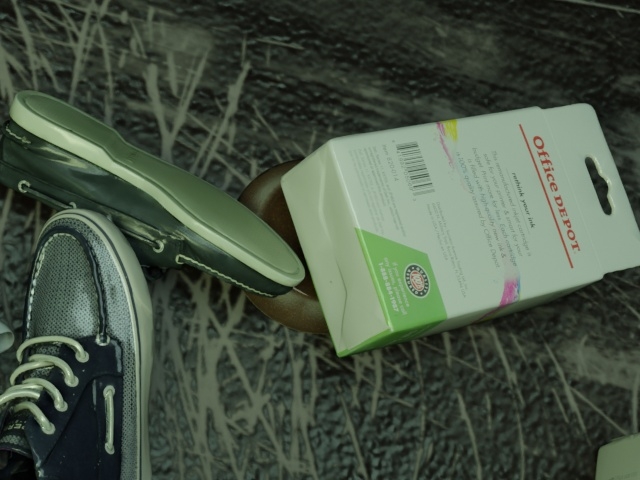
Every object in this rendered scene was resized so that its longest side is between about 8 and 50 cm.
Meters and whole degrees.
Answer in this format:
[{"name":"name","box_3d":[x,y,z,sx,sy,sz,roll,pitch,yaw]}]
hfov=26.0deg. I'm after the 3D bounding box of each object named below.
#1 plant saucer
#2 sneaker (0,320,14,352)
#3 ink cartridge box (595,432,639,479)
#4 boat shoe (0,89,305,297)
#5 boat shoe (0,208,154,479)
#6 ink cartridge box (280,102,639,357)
[{"name":"plant saucer","box_3d":[0.000,0.000,1.484,0.198,0.036,0.199,5,71,-13]},{"name":"sneaker","box_3d":[-0.450,0.150,1.249,0.365,0.210,0.137,-26,80,3]},{"name":"ink cartridge box","box_3d":[0.420,0.403,1.403,0.279,0.160,0.385,13,70,-11]},{"name":"boat shoe","box_3d":[-0.182,-0.019,1.405,0.340,0.127,0.113,30,107,-6]},{"name":"boat shoe","box_3d":[-0.239,0.136,1.272,0.127,0.158,0.341,-11,84,24]},{"name":"ink cartridge box","box_3d":[0.158,-0.018,1.467,0.353,0.119,0.207,-11,77,-31]}]
